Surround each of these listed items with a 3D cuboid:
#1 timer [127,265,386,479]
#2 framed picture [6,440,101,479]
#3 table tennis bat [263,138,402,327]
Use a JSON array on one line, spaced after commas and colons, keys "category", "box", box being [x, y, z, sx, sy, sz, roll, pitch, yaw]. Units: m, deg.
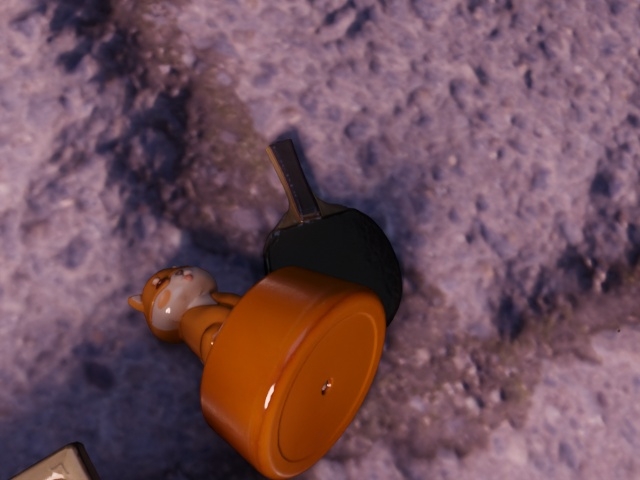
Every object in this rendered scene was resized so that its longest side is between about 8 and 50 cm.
[{"category": "timer", "box": [-0.055, 0.060, 0.812, 0.152, 0.132, 0.132, 27, 60, 26]}, {"category": "framed picture", "box": [-0.144, 0.306, 0.621, 0.247, 0.022, 0.335, -31, 84, 2]}, {"category": "table tennis bat", "box": [0.000, 0.000, 0.895, 0.095, 0.014, 0.158, -18, 72, -18]}]
